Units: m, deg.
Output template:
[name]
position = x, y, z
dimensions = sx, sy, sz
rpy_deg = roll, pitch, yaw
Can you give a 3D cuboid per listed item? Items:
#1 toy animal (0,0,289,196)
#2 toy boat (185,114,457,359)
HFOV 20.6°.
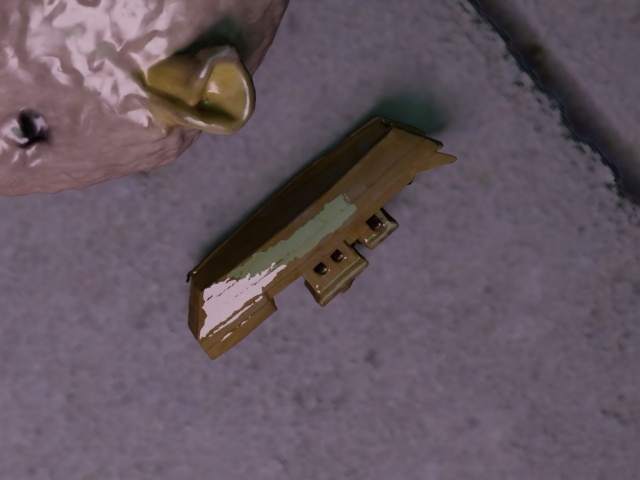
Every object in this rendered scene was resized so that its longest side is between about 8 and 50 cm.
[toy animal]
position = -0.122, -0.187, 1.022
dimensions = 0.226, 0.188, 0.358
rpy_deg = 16, 109, -2
[toy boat]
position = 0.000, 0.000, 1.139
dimensions = 0.206, 0.064, 0.072
rpy_deg = -39, 116, 0
